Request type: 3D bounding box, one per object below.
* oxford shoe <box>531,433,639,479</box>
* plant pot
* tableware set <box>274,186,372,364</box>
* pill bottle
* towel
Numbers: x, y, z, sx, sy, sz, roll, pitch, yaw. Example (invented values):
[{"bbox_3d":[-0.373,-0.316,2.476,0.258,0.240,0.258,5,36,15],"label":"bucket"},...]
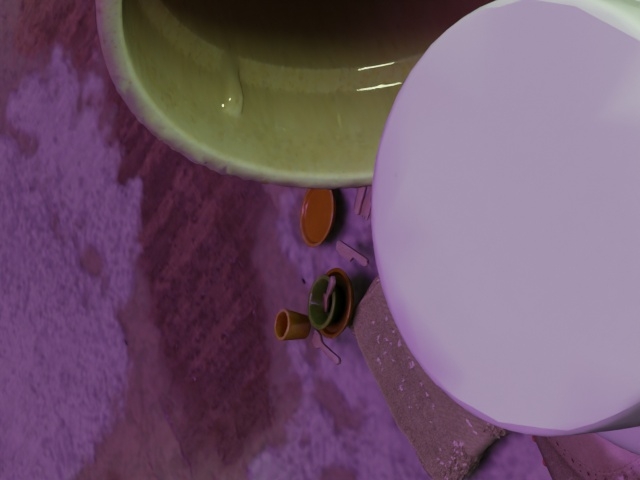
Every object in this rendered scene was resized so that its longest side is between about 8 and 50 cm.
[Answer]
[{"bbox_3d":[0.138,0.086,0.780,0.348,0.123,0.130,44,127,39],"label":"oxford shoe"},{"bbox_3d":[0.016,-0.249,0.788,0.334,0.334,0.305,-49,46,37],"label":"plant pot"},{"bbox_3d":[0.000,0.000,0.977,0.104,0.024,0.154,36,115,58],"label":"tableware set"},{"bbox_3d":[0.186,-0.012,0.563,0.188,0.334,0.188,2,92,48],"label":"pill bottle"},{"bbox_3d":[0.076,0.071,0.913,0.110,0.027,0.148,-52,54,34],"label":"towel"}]
